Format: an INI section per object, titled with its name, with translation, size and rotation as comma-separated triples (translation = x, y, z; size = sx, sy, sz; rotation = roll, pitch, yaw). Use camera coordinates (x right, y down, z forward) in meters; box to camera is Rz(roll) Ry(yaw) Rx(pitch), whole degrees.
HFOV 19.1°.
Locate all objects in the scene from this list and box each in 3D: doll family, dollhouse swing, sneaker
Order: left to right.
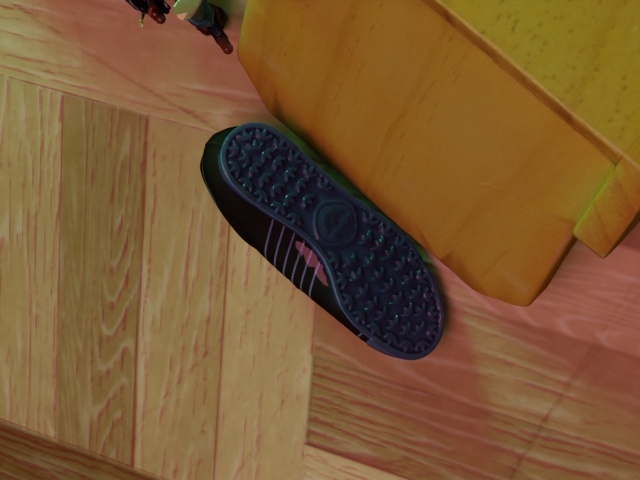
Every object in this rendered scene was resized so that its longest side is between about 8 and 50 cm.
[doll family]
translation = -0.134, -0.214, 1.437
size = 0.076, 0.111, 0.193
rotation = -27, 81, 2
[sneaker]
translation = 0.000, 0.000, 1.465
size = 0.232, 0.081, 0.090
rotation = 48, 165, -11
[dollhouse swing]
translation = 0.137, -0.175, 1.321
size = 0.347, 0.305, 0.315
rotation = 41, 83, 11
